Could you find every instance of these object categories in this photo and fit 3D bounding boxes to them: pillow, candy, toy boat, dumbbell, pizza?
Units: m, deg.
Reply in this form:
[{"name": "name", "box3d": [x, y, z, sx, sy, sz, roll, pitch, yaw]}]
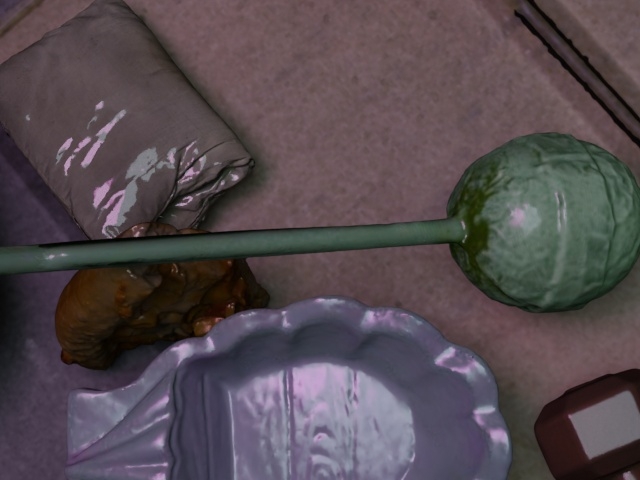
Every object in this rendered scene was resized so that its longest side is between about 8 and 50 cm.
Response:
[{"name": "pillow", "box3d": [-0.148, -0.077, 1.061, 0.134, 0.078, 0.181, -40, 74, -1]}, {"name": "candy", "box3d": [0.000, 0.000, 0.925, 0.440, 0.119, 0.119, -5, 80, -19]}, {"name": "toy boat", "box3d": [-0.020, 0.138, 0.989, 0.290, 0.100, 0.199, -2, 86, 7]}, {"name": "dumbbell", "box3d": [0.216, 0.196, 0.952, 0.082, 0.092, 0.231, -30, 76, 33]}, {"name": "pizza", "box3d": [-0.102, 0.046, 1.012, 0.161, 0.182, 0.062, -2, 67, -35]}]
